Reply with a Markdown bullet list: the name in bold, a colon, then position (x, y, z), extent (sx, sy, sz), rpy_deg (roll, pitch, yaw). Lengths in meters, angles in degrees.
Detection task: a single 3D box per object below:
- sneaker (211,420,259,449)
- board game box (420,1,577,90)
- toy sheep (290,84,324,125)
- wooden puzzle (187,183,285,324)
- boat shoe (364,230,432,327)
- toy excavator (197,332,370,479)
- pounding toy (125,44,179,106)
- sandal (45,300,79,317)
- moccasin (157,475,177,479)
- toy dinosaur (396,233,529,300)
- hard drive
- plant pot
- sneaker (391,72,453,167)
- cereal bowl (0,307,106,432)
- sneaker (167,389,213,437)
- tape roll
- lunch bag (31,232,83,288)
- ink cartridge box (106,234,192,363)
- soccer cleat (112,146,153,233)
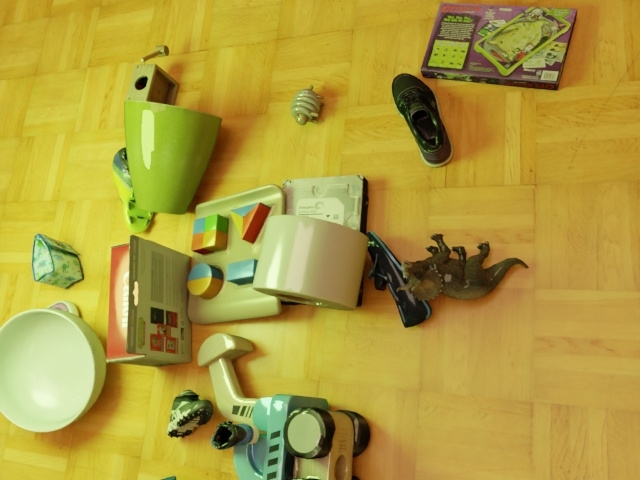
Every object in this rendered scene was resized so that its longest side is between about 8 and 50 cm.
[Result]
- **sneaker**: position (-0.215, 0.434, 1.285), extent (0.152, 0.084, 0.058), rpy_deg (-20, 62, 40)
- **board game box**: position (0.450, -0.502, 1.485), extent (0.347, 0.056, 0.208), rpy_deg (14, 85, 25)
- **toy sheep**: position (-0.039, -0.380, 1.628), extent (0.091, 0.091, 0.132), rpy_deg (5, 63, 23)
- **wooden puzzle**: position (-0.243, 0.038, 1.554), extent (0.322, 0.080, 0.348), rpy_deg (-12, 71, 32)
- **boat shoe**: position (0.163, 0.091, 1.396), extent (0.089, 0.109, 0.258), rpy_deg (-36, 63, 9)
- **toy excavator**: position (-0.126, 0.438, 1.373), extent (0.445, 0.222, 0.433), rpy_deg (-6, 71, 30)
- **pounding toy**: position (-0.535, -0.512, 1.811), extent (0.094, 0.181, 0.206), rpy_deg (5, 77, 24)
- **sandal**: position (-0.921, 0.319, 1.772), extent (0.416, 0.102, 0.169), rpy_deg (-41, 64, 7)
- **moccasin**: position (-0.477, 0.703, 1.483), extent (0.342, 0.138, 0.117), rpy_deg (-33, 69, 26)
- **toy dinosaur**: position (0.315, 0.078, 1.334), extent (0.313, 0.121, 0.160), rpy_deg (9, 65, -10)
- **hard drive**: position (0.000, 0.000, 1.513), extent (0.237, 0.064, 0.339), rpy_deg (0, 74, 22)
- **plant pot**: position (-0.440, -0.229, 1.671), extent (0.275, 0.275, 0.293), rpy_deg (11, 96, 24)
- **sneaker**: position (0.255, -0.331, 1.470), extent (0.107, 0.124, 0.283), rpy_deg (-27, 66, 12)
- **cereal bowl**: position (-0.757, 0.357, 1.651), extent (0.339, 0.141, 0.339), rpy_deg (0, 90, 10)
- **sneaker**: position (-0.335, 0.424, 1.473), extent (0.234, 0.078, 0.106), rpy_deg (-46, 42, 48)
- **tape roll**: position (-0.022, 0.056, 1.334), extent (0.246, 0.246, 0.169), rpy_deg (6, 78, 24)
- **lunch bag**: position (-0.815, 0.059, 1.790), extent (0.096, 0.129, 0.151), rpy_deg (-30, 64, 10)
- **ink cartridge box**: position (-0.469, 0.166, 1.539), extent (0.130, 0.272, 0.309), rpy_deg (-11, 71, 19)
- **soccer cleat**: position (-0.585, -0.148, 1.795), extent (0.121, 0.093, 0.289), rpy_deg (-31, 67, 45)
